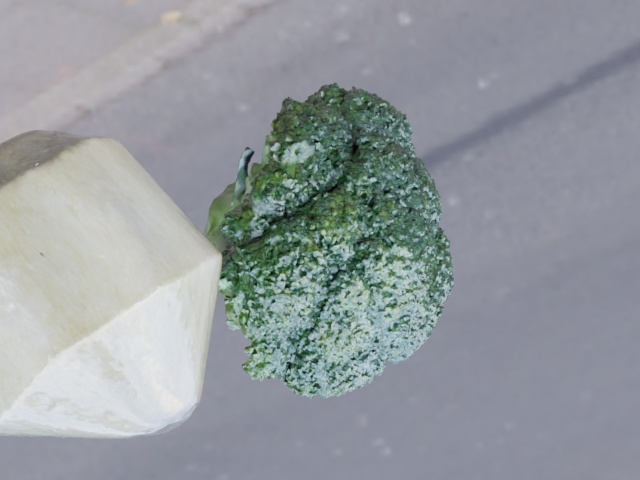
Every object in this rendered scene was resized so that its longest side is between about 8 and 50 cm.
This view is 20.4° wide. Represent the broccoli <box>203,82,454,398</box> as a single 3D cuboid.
[{"bbox_3d":[0.000,0.000,1.523,0.242,0.269,0.261,18,166,42],"label":"broccoli"}]

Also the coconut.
[{"bbox_3d":[-0.169,0.043,1.217,0.202,0.222,0.202,-39,172,-7],"label":"coconut"}]
